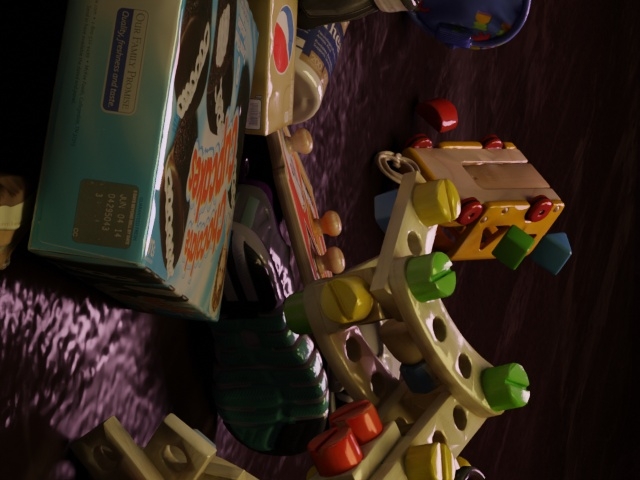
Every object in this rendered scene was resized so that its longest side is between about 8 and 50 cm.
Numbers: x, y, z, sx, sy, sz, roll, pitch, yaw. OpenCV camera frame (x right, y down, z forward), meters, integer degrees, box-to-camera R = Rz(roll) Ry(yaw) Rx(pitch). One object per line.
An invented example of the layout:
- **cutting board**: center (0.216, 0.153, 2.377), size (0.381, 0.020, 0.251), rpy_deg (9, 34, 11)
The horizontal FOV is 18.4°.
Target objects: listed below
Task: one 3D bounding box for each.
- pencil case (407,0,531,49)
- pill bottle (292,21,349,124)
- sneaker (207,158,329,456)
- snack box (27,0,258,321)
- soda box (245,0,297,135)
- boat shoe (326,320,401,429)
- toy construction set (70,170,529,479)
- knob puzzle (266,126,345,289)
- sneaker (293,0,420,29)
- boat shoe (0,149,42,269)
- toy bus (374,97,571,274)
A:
- **pencil case**: center (0.168, -0.279, 1.897), size (0.306, 0.119, 0.133), rpy_deg (-57, 160, -60)
- **pill bottle**: center (-0.017, -0.143, 1.367), size (0.067, 0.067, 0.120), rpy_deg (78, 23, -48)
- **sneaker**: center (-0.034, 0.051, 1.364), size (0.224, 0.083, 0.098), rpy_deg (80, 17, -44)
- **snack box**: center (-0.085, -0.063, 1.063), size (0.322, 0.060, 0.187), rpy_deg (64, 34, -83)
- **soda box**: center (-0.049, -0.161, 1.263), size (0.061, 0.058, 0.181), rpy_deg (-34, 129, -70)
- **boat shoe**: center (0.032, 0.116, 1.676), size (0.063, 0.066, 0.184), rpy_deg (-66, 166, -51)
- **toy construction set**: center (0.010, 0.116, 1.212), size (0.327, 0.151, 0.215), rpy_deg (-35, 109, -40)
- **knob puzzle**: center (0.000, 0.000, 1.415), size (0.213, 0.030, 0.213), rpy_deg (-15, 90, -86)
- **sneaker**: center (-0.012, -0.241, 1.332), size (0.078, 0.106, 0.234), rpy_deg (40, 31, -62)
- **boat shoe**: center (-0.171, 0.004, 0.878), size (0.190, 0.068, 0.072), rpy_deg (-22, 129, -73)
- **toy bus**: center (0.127, -0.030, 1.856), size (0.104, 0.202, 0.191), rpy_deg (-57, -172, 31)
